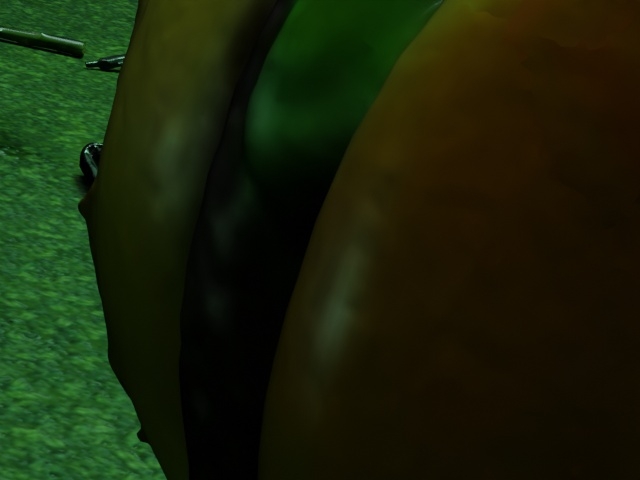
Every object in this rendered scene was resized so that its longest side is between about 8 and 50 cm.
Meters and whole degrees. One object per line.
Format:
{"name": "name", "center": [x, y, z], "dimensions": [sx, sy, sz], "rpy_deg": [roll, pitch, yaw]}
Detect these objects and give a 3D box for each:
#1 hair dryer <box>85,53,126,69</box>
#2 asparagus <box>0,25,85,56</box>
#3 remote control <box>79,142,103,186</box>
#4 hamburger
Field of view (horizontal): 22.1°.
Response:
{"name": "hair dryer", "center": [-0.163, -0.152, 1.446], "dimensions": [0.083, 0.031, 0.079], "rpy_deg": [-11, 34, -22]}
{"name": "asparagus", "center": [-0.273, -0.185, 1.473], "dimensions": [0.127, 0.015, 0.018], "rpy_deg": [13, 8, 0]}
{"name": "remote control", "center": [-0.111, -0.021, 1.046], "dimensions": [0.059, 0.028, 0.212], "rpy_deg": [7, 18, -21]}
{"name": "hamburger", "center": [0.128, 0.028, 0.525], "dimensions": [0.395, 0.396, 0.277], "rpy_deg": [3, 19, -27]}
